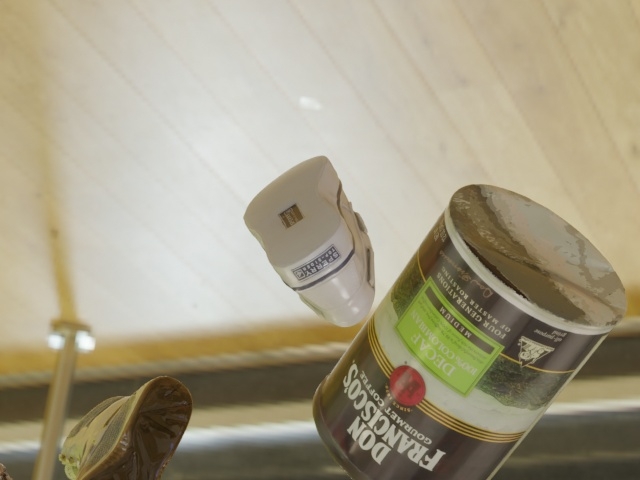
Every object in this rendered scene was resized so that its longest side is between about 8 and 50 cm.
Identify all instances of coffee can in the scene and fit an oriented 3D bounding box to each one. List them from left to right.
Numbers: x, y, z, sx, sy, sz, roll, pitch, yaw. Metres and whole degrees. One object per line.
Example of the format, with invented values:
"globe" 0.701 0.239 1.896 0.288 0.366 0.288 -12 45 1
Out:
"coffee can" 0.144 0.111 1.469 0.201 0.201 0.275 19 122 -23

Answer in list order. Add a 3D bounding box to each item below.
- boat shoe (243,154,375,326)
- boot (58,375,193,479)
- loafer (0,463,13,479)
"boat shoe" 0.000 0.000 1.303 0.096 0.267 0.088 -34 109 0
"boot" -0.222 0.239 1.481 0.077 0.213 0.165 38 153 -18
"loafer" -0.307 0.209 1.340 0.125 0.039 0.045 23 140 38
